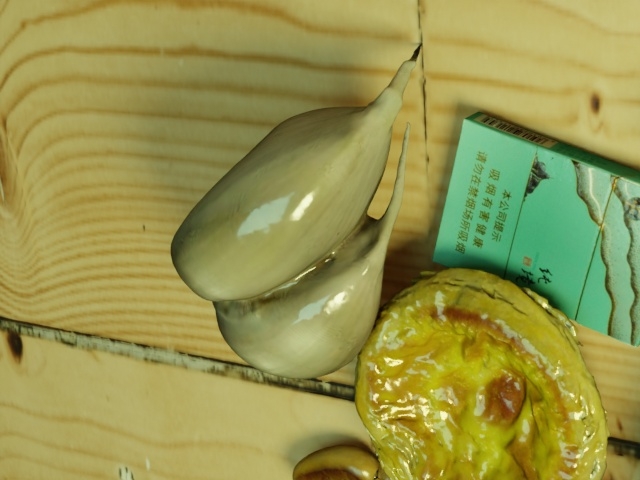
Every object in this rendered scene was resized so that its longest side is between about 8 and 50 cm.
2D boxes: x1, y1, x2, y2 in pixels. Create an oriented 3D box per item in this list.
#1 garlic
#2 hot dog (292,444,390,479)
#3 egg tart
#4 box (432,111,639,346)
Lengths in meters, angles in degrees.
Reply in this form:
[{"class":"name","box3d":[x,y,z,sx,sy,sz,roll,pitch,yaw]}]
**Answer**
[{"class":"garlic","box3d":[0.000,0.000,1.394,0.340,0.246,0.231,-38,92,35]},{"class":"hot dog","box3d":[0.035,0.271,1.575,0.140,0.060,0.090,-22,98,44]},{"class":"egg tart","box3d":[0.171,0.163,1.406,0.295,0.116,0.294,13,112,33]},{"class":"box","box3d":[0.229,-0.013,1.347,0.229,0.041,0.162,24,119,25]}]
